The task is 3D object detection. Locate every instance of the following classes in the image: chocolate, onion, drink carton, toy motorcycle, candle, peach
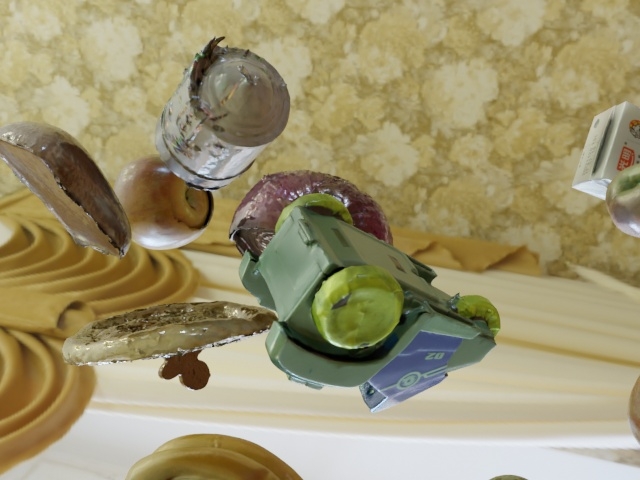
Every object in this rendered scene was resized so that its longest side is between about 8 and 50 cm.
[{"bbox_3d":[-0.366,-0.083,0.997,0.083,0.161,0.261,-53,-35,-24],"label":"chocolate"},{"bbox_3d":[0.000,0.000,1.145,0.348,0.267,0.159,89,-159,-66],"label":"onion"},{"bbox_3d":[0.561,-0.090,1.030,0.106,0.315,0.130,138,152,-82],"label":"drink carton"},{"bbox_3d":[0.065,0.105,0.808,0.200,0.326,0.191,-52,32,15],"label":"toy motorcycle"},{"bbox_3d":[-0.149,-0.215,1.097,0.330,0.187,0.187,-31,39,57],"label":"candle"},{"bbox_3d":[0.335,-0.040,0.681,0.083,0.083,0.083,11,-90,-81],"label":"peach"}]

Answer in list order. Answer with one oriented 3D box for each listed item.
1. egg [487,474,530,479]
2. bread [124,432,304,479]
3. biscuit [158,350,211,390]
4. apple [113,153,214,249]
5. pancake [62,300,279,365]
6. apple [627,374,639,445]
[{"bbox_3d":[0.403,0.611,1.456,0.177,0.177,0.228,-67,2,-51],"label":"egg"},{"bbox_3d":[-0.192,0.564,1.284,0.329,0.424,0.245,-61,-15,3],"label":"bread"},{"bbox_3d":[-0.323,0.258,1.530,0.138,0.031,0.205,-47,-65,-37],"label":"biscuit"},{"bbox_3d":[-0.366,-0.092,1.586,0.237,0.208,0.236,-8,-90,-83],"label":"apple"},{"bbox_3d":[-0.233,0.145,1.106,0.356,0.356,0.065,-15,-77,-80],"label":"pancake"},{"bbox_3d":[0.581,0.269,1.028,0.174,0.188,0.188,32,116,61],"label":"apple"}]
